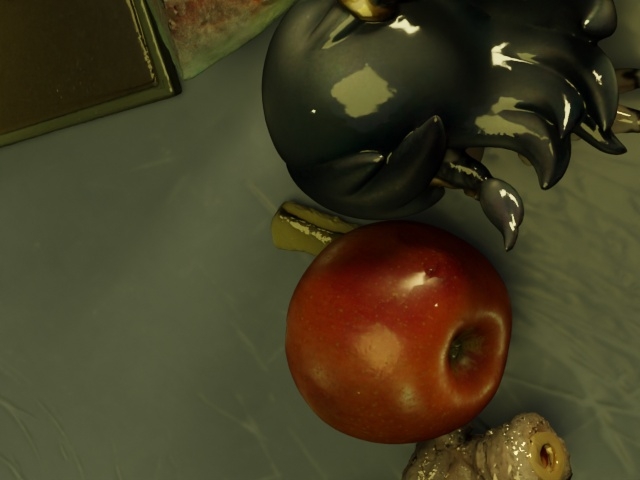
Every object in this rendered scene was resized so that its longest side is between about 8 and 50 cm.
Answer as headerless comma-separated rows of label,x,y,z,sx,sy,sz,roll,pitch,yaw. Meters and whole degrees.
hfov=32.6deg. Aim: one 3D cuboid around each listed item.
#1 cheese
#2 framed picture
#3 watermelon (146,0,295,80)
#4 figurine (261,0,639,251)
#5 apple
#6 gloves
cheese,0.000,0.000,0.861,0.083,0.030,0.044,21,128,7
framed picture,-0.263,-0.243,0.889,0.240,0.020,0.324,-14,100,22
watermelon,-0.059,-0.283,0.731,0.260,0.176,0.256,-34,100,3
figurine,0.090,-0.110,0.726,0.265,0.175,0.197,-26,104,17
apple,0.059,0.066,0.787,0.139,0.163,0.164,18,112,35
gloves,0.117,0.175,0.827,0.144,0.110,0.094,-28,92,23
